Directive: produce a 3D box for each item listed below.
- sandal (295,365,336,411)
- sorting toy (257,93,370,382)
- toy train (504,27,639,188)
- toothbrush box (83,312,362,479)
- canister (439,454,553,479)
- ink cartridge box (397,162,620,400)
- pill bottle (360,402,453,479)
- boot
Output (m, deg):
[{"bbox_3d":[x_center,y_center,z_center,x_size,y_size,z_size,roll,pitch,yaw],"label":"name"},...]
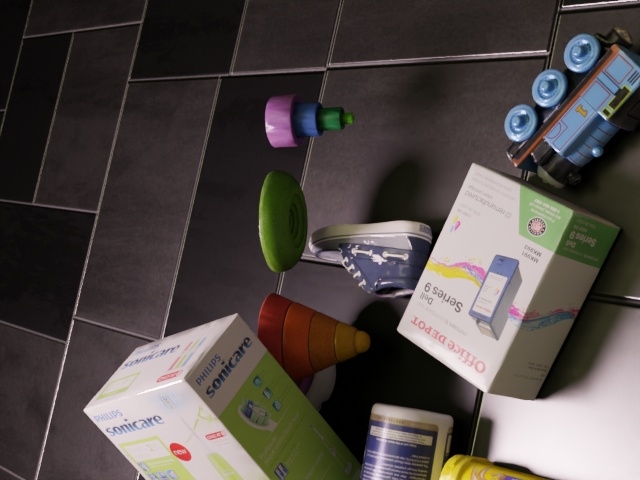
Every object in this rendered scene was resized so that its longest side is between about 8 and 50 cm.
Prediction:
[{"bbox_3d":[-0.141,0.252,1.456,0.416,0.102,0.169,-50,46,25],"label":"sandal"},{"bbox_3d":[0.000,0.000,1.308,0.126,0.127,0.365,-1,85,17],"label":"sorting toy"},{"bbox_3d":[0.277,-0.136,1.140,0.184,0.080,0.105,-51,52,24],"label":"toy train"},{"bbox_3d":[-0.107,0.247,1.280,0.206,0.283,0.122,-20,22,42],"label":"toothbrush box"},{"bbox_3d":[0.201,0.296,1.088,0.170,0.073,0.126,4,81,47],"label":"canister"},{"bbox_3d":[0.198,0.044,1.157,0.154,0.093,0.212,35,106,47],"label":"ink cartridge box"},{"bbox_3d":[0.091,0.273,1.200,0.094,0.094,0.169,2,79,48],"label":"pill bottle"},{"bbox_3d":[0.053,0.028,1.337,0.190,0.069,0.086,-8,67,46],"label":"boot"}]
